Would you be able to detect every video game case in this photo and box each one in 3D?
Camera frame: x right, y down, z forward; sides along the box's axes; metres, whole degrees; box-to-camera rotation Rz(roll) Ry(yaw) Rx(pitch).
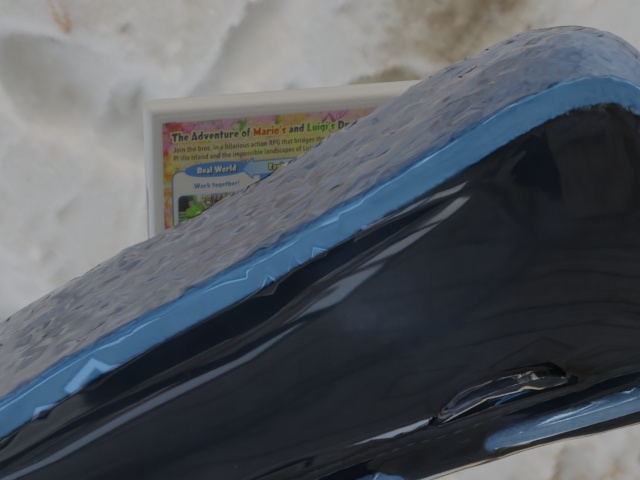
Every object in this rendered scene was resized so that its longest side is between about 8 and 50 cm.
[{"bbox_3d":[0.000,0.000,0.748,0.157,0.019,0.143,-5,115,-14],"label":"video game case"}]

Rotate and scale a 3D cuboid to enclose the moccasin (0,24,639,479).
[{"bbox_3d":[-0.041,0.071,0.459,0.342,0.117,0.138,-27,-165,26],"label":"moccasin"}]
